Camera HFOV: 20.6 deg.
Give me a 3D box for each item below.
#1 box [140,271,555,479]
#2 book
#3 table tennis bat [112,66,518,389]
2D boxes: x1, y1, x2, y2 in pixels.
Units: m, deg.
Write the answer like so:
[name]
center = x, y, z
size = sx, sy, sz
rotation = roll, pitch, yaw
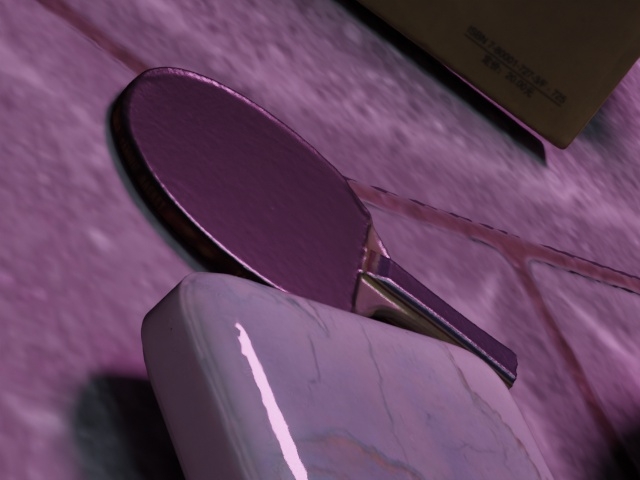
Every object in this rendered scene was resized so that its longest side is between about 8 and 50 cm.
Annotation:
[box]
center = 0.048, 0.134, 0.417
size = 0.142, 0.044, 0.285
rotation = 21, 36, -48
[book]
center = 0.112, -0.172, 0.731
size = 0.161, 0.231, 0.026
rotation = 35, 10, -21
[table tennis bat]
center = 0.000, 0.000, 0.562
size = 0.158, 0.014, 0.095
rotation = 37, 27, -14
